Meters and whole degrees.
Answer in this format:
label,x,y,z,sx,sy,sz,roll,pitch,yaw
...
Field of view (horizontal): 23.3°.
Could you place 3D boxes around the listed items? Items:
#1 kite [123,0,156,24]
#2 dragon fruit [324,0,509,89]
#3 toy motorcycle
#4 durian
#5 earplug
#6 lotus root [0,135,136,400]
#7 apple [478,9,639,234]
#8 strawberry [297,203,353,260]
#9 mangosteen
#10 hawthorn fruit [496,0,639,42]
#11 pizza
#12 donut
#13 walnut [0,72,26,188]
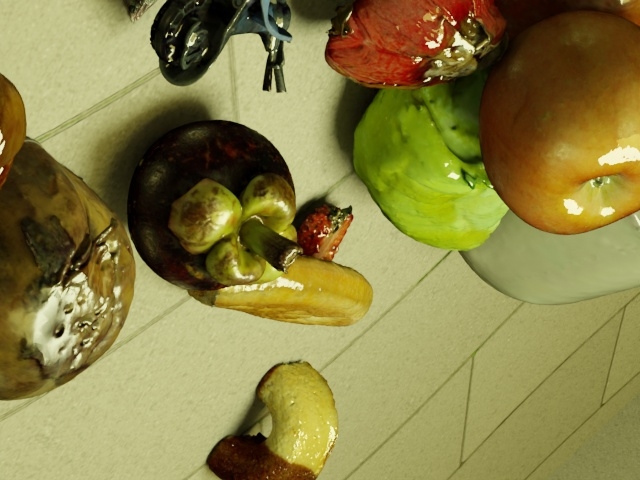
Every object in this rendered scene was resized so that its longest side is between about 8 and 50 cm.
label,x,y,z,sx,sy,sz,roll,pitch,yaw
kite,-0.158,-0.276,1.497,0.139,0.011,0.156,-16,137,-52
dragon fruit,0.124,-0.232,1.695,0.218,0.148,0.224,-44,174,-5
toy motorcycle,-0.037,-0.299,1.523,0.358,0.125,0.212,-58,157,6
durian,0.159,-0.105,1.944,0.340,0.256,0.204,-45,-160,53
earplug,0.360,-0.074,2.144,0.313,0.312,0.394,-27,-176,-39
lotus root,-0.286,0.044,1.527,0.272,0.192,0.272,-34,141,-32
apple,0.291,-0.124,1.728,0.253,0.253,0.253,-37,150,-26
strawberry,-0.003,-0.002,2.037,0.104,0.048,0.152,-42,169,-32
mangosteen,-0.099,-0.029,1.659,0.192,0.217,0.192,-19,119,-38
hawthorn fruit,0.311,-0.319,1.870,0.284,0.284,0.284,-37,150,-26
pizza,-0.049,0.059,1.913,0.365,0.182,0.074,12,78,-53
donut,-0.063,0.283,2.217,0.085,0.141,0.217,21,102,-54
walnut,-0.335,-0.065,1.378,0.207,0.116,0.116,-56,153,11
